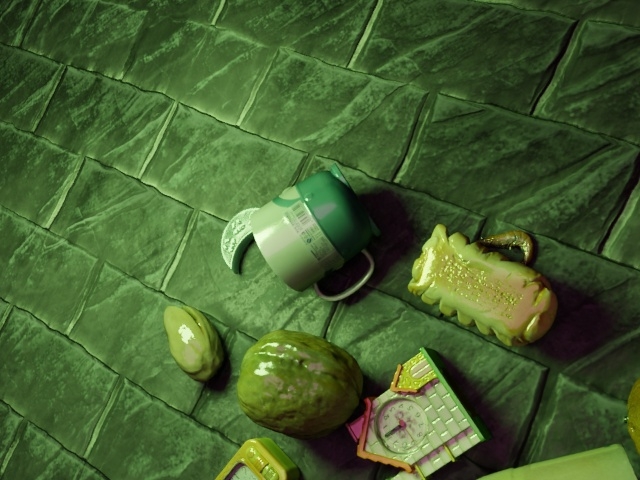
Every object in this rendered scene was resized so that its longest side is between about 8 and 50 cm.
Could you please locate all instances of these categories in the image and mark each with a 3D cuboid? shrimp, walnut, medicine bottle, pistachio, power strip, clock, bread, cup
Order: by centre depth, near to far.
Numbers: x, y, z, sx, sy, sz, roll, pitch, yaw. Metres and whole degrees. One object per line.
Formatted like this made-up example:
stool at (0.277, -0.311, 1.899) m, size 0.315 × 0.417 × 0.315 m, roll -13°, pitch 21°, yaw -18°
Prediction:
medicine bottle at (0.389, 0.535, 1.152) m, size 0.406 × 0.235 × 0.236 m, roll -21°, pitch 70°, yaw 17°
bread at (0.344, 0.104, 1.341) m, size 0.311 × 0.121 × 0.173 m, roll 31°, pitch 94°, yaw 26°
clock at (0.192, 0.391, 1.344) m, size 0.255 × 0.106 × 0.220 m, roll -38°, pitch 65°, yaw 11°
shrimp at (0.402, 0.020, 1.391) m, size 0.127 × 0.025 × 0.091 m, roll 3°, pitch 80°, yaw 21°
walnut at (-0.048, 0.322, 1.401) m, size 0.282 × 0.227 × 0.283 m, roll 8°, pitch 122°, yaw 14°
clock at (-0.160, 0.568, 1.460) m, size 0.143 × 0.096 × 0.202 m, roll 39°, pitch 95°, yaw 23°
cup at (0.000, 0.000, 1.478) m, size 0.257 × 0.219 × 0.290 m, roll -33°, pitch 98°, yaw 6°
pistachio at (-0.325, 0.253, 1.597) m, size 0.136 × 0.136 × 0.226 m, roll -41°, pitch 59°, yaw 9°
power strip at (-0.172, -0.022, 1.639) m, size 0.216 × 0.044 × 0.137 m, roll -39°, pitch 65°, yaw 10°

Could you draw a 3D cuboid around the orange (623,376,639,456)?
orange at (0.663, 0.320, 1.083) m, size 0.264 × 0.264 × 0.264 m, roll -6°, pitch 75°, yaw 22°
